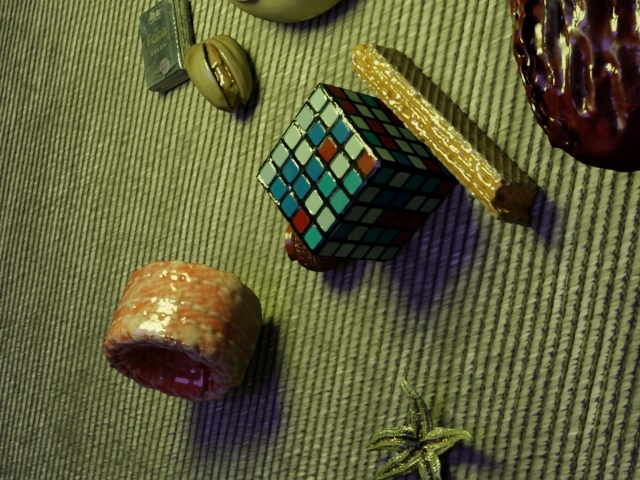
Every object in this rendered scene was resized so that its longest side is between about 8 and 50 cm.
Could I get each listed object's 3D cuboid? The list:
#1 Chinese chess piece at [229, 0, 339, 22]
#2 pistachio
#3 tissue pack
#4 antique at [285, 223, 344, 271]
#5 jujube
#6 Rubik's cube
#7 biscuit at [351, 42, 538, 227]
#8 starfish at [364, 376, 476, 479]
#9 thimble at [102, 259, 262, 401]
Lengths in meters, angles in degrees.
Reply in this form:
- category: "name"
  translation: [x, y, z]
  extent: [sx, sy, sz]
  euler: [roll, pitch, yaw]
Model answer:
- category: "Chinese chess piece"
  translation: [-0.054, -0.528, 1.783]
  extent: [0.338, 0.140, 0.338]
  euler: [-9, 77, 43]
- category: "pistachio"
  translation: [-0.175, -0.291, 1.900]
  extent: [0.113, 0.113, 0.149]
  euler: [-34, 70, 37]
- category: "tissue pack"
  translation: [-0.288, -0.369, 2.051]
  extent: [0.112, 0.051, 0.156]
  euler: [-21, 71, 42]
- category: "antique"
  translation: [0.000, 0.000, 1.695]
  extent: [0.104, 0.104, 0.104]
  euler: [-7, 80, 44]
- category: "jujube"
  translation: [0.346, -0.269, 1.281]
  extent: [0.258, 0.258, 0.376]
  euler: [1, 89, 44]
- category: "Rubik's cube"
  translation: [0.053, -0.095, 1.594]
  extent: [0.182, 0.187, 0.184]
  euler: [-52, 55, 26]
- category: "biscuit"
  translation: [0.171, -0.162, 1.550]
  extent: [0.054, 0.094, 0.378]
  euler: [-56, 51, 24]
- category: "starfish"
  translation: [0.145, 0.301, 1.550]
  extent: [0.223, 0.050, 0.216]
  euler: [-28, 72, 51]
- category: "thimble"
  translation: [-0.221, 0.145, 1.784]
  extent: [0.239, 0.239, 0.162]
  euler: [-20, 43, 41]
